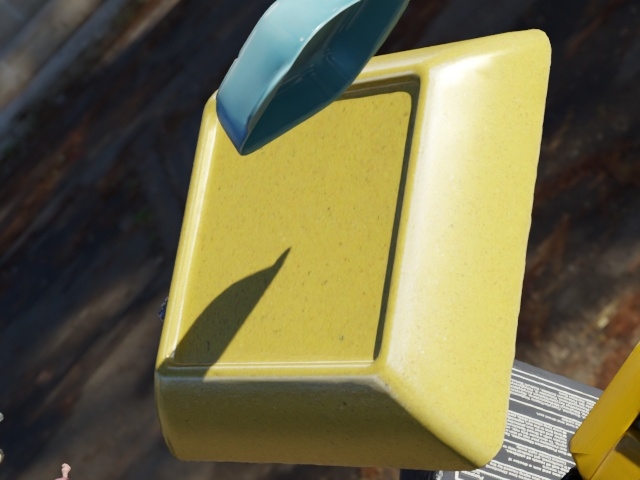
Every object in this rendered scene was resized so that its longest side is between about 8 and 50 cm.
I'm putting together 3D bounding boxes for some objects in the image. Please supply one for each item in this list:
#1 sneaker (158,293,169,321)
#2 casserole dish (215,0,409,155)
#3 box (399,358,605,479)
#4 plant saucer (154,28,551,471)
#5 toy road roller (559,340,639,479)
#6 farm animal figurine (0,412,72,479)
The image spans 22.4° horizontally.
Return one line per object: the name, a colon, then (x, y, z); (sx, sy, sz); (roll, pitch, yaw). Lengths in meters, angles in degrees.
sneaker: (-0.097, 0.042, 1.612); (0.144, 0.059, 0.053); (-38, 11, -11)
casserole dish: (-0.004, -0.118, 0.974); (0.114, 0.037, 0.188); (-55, -10, 33)
box: (0.239, 0.294, 1.761); (0.294, 0.296, 0.182); (-75, 5, -63)
plant saucer: (0.000, 0.000, 1.226); (0.333, 0.081, 0.332); (-5, 70, 41)
toy road roller: (0.346, 0.202, 1.445); (0.240, 0.202, 0.329); (-29, -28, -52)
farm animal figurine: (-0.339, 0.402, 1.693); (0.327, 0.330, 0.172); (-49, -8, -2)
